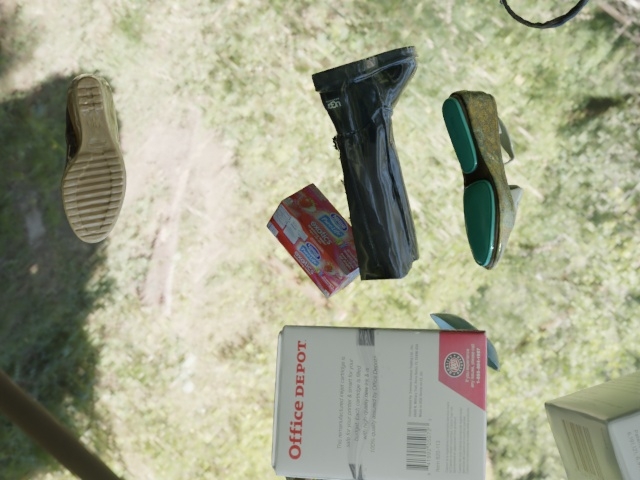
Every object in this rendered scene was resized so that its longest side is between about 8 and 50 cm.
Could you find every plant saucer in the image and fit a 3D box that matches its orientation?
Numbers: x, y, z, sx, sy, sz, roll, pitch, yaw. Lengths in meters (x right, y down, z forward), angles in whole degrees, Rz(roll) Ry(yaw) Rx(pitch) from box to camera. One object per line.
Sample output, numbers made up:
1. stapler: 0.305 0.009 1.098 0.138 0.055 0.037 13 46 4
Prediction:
1. plant saucer: 0.324 0.210 1.835 0.037 0.195 0.195 -49 173 -6

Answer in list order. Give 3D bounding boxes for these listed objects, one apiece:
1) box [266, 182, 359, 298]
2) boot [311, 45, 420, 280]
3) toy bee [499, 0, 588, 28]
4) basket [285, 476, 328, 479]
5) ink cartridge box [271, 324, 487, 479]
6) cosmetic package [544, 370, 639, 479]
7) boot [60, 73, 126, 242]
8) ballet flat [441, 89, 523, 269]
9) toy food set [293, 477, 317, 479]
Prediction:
1. box: 0.000 0.000 2.133 0.123 0.257 0.128 -32 166 -37
2. boot: 0.147 -0.172 1.809 0.146 0.445 0.367 -9 -166 37
3. toy bee: 0.149 -0.310 0.532 0.162 0.195 0.298 -29 138 -48
4. basket: 0.015 0.403 1.383 0.103 0.113 0.167 -45 -142 16
5. ink cartridge box: 0.086 0.224 1.165 0.117 0.283 0.207 47 45 -76
6. cosmetic package: 0.712 0.421 1.626 0.394 0.327 0.329 -17 176 -5
7. boot: -0.341 -0.121 1.272 0.207 0.090 0.248 -178 -93 -76
8. ballet flat: 0.324 -0.122 1.603 0.123 0.348 0.123 -11 174 -1
9. toy food set: -0.029 0.368 1.229 0.082 0.020 0.083 -51 -170 48
